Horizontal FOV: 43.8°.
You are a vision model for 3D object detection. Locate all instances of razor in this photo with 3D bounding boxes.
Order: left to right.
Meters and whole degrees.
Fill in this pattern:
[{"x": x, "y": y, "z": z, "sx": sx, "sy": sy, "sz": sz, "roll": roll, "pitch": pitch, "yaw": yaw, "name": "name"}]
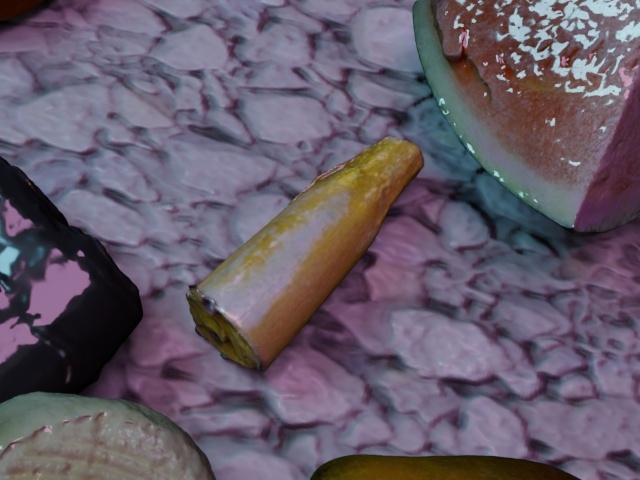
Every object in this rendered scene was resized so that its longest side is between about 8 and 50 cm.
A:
[{"x": -0.287, "y": 0.092, "z": 0.516, "sx": 0.327, "sy": 0.107, "sz": 0.189, "roll": -42, "pitch": 77, "yaw": -18, "name": "razor"}]

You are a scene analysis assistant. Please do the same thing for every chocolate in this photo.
[{"x": 0.000, "y": 0.000, "z": 0.605, "sx": 0.085, "sy": 0.085, "sz": 0.219, "roll": 41, "pitch": 66, "yaw": 12, "name": "chocolate"}]

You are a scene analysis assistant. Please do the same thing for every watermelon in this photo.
[{"x": 0.226, "y": -0.194, "z": 0.651, "sx": 0.222, "sy": 0.319, "sz": 0.292, "roll": 24, "pitch": 22, "yaw": 35, "name": "watermelon"}]

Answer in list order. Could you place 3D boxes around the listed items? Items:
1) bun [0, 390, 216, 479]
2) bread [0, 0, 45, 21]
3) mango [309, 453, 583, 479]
[{"x": -0.154, "y": 0.183, "z": 0.470, "sx": 0.195, "sy": 0.118, "sz": 0.195, "roll": 7, "pitch": 78, "yaw": -38, "name": "bun"}, {"x": -0.341, "y": -0.330, "z": 0.686, "sx": 0.295, "sy": 0.114, "sz": 0.328, "roll": 5, "pitch": 66, "yaw": -3, "name": "bread"}, {"x": 0.116, "y": 0.204, "z": 0.504, "sx": 0.267, "sy": 0.111, "sz": 0.133, "roll": 20, "pitch": 83, "yaw": 2, "name": "mango"}]
